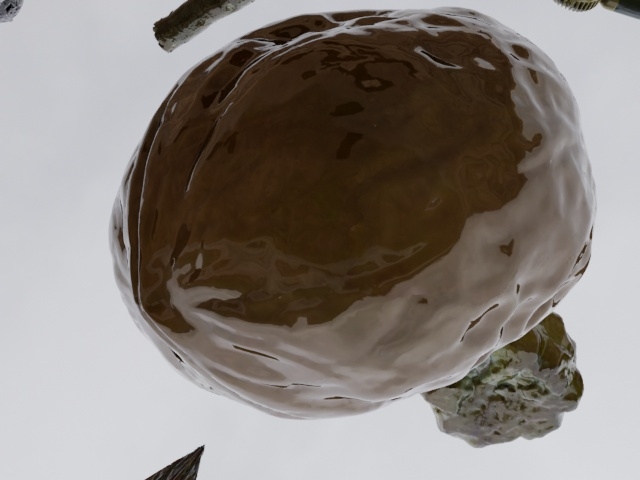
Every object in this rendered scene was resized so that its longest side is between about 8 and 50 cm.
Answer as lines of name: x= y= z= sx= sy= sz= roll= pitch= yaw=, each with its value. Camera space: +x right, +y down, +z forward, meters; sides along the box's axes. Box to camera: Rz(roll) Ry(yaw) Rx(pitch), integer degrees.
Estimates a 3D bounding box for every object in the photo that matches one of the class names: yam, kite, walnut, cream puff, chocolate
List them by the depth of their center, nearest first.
walnut: x=0.023 y=-0.028 z=0.736 sx=0.397 sy=0.308 sz=0.354 roll=-26 pitch=177 yaw=-41
chocolate: x=-0.391 y=-0.290 z=1.091 sx=0.072 sy=0.070 sz=0.147 roll=-63 pitch=-170 yaw=2
yam: x=-0.149 y=-0.378 z=1.451 sx=0.252 sy=0.061 sz=0.061 roll=-26 pitch=-135 yaw=14
cream puff: x=0.276 y=0.190 z=1.460 sx=0.281 sy=0.282 sz=0.185 roll=-8 pitch=-141 yaw=14
kite: x=-0.254 y=0.412 z=1.536 sx=0.189 sy=0.009 sz=0.232 roll=-50 pitch=-157 yaw=-22

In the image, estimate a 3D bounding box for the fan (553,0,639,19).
fan: x=0.390 y=-0.341 z=1.288 sx=0.155 sy=0.039 sz=0.082 roll=20 pitch=-126 yaw=3
